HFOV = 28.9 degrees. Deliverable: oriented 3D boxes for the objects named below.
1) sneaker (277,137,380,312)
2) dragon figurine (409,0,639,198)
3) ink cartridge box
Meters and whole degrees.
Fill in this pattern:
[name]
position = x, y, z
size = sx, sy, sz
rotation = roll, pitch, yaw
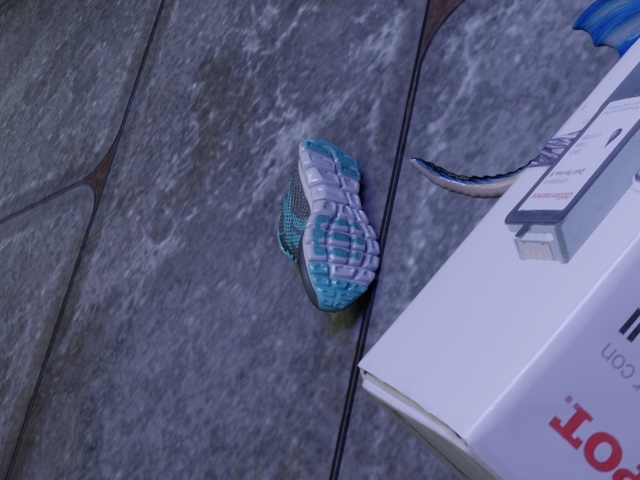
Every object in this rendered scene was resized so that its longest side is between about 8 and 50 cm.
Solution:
[sneaker]
position = 0.000, 0.000, 0.952
size = 0.076, 0.065, 0.166
rotation = -56, 25, 37
[dragon figurine]
position = 0.196, -0.093, 0.715
size = 0.289, 0.085, 0.144
rotation = -12, 53, 44
[ink cartridge box]
position = 0.181, 0.020, 0.475
size = 0.273, 0.198, 0.115
rotation = -49, 17, -6
